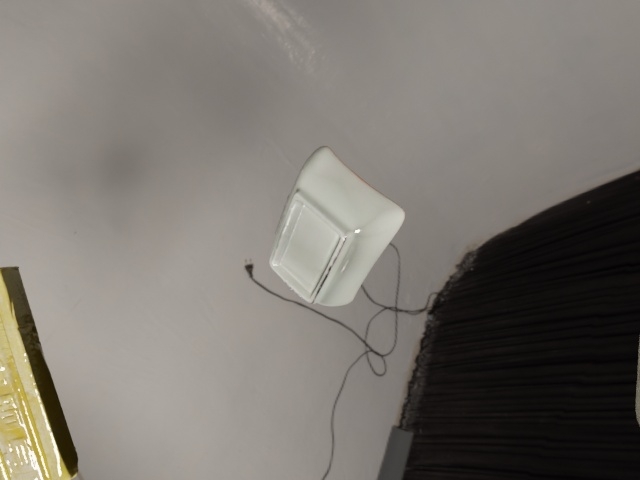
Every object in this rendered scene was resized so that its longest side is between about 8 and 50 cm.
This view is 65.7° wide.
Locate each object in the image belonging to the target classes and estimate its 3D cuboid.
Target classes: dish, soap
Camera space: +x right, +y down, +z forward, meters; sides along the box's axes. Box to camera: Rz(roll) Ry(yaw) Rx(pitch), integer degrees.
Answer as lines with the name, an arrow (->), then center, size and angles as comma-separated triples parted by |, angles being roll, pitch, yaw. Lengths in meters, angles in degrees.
dish -> 0.000, 0.000, 0.665 | 0.151, 0.212, 0.077 | 41, 48, 14
soap -> -0.347, 0.158, 0.548 | 0.037, 0.092, 0.252 | -50, 126, -83

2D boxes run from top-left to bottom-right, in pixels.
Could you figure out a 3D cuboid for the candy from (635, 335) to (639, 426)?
candy -> 0.347, 0.151, 0.337 | 0.358, 0.208, 0.145 | -6, 105, -64
